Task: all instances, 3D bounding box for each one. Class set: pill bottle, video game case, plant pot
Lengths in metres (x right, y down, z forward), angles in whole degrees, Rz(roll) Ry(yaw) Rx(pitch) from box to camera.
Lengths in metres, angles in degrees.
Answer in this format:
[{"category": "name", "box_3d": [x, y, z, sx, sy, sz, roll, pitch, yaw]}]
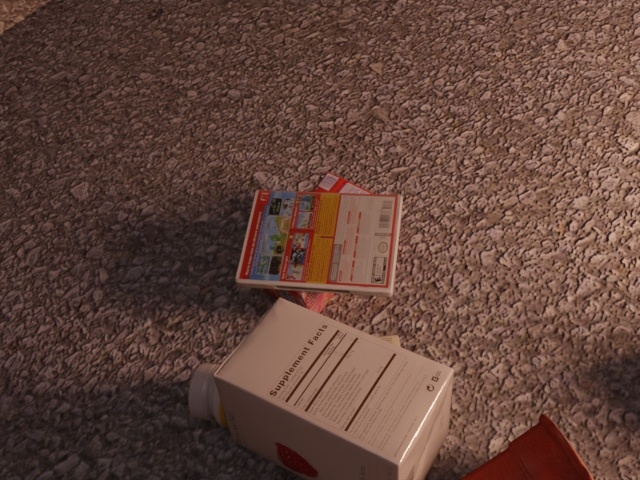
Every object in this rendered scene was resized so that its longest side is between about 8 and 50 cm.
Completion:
[{"category": "pill bottle", "box_3d": [-0.116, 0.275, 1.218, 0.209, 0.119, 0.119, 4, 59, 16]}, {"category": "video game case", "box_3d": [0.000, 0.000, 1.275, 0.285, 0.025, 0.204, 3, 61, 12]}, {"category": "plant pot", "box_3d": [0.267, 0.426, 0.960, 0.265, 0.272, 0.272, -29, 56, 4]}]

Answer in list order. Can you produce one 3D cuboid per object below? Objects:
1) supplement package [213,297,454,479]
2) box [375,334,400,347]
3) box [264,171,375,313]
[{"category": "supplement package", "box_3d": [0.021, 0.244, 1.011, 0.293, 0.177, 0.175, 19, 48, 26]}, {"category": "box", "box_3d": [0.095, 0.297, 1.143, 0.113, 0.094, 0.275, -6, 48, 5]}, {"category": "box", "box_3d": [0.001, 0.011, 1.357, 0.128, 0.122, 0.257, 28, 68, 26]}]
